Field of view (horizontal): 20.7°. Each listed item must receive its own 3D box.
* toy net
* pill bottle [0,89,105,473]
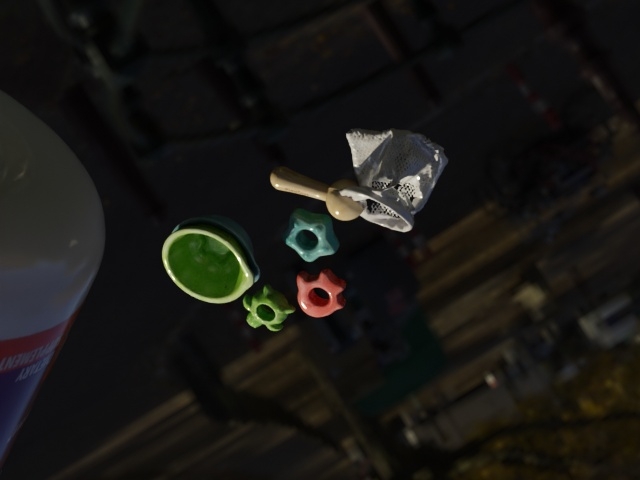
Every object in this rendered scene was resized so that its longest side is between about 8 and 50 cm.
[{"bbox_3d":[0.000,0.000,1.232,0.232,0.122,0.045,-25,-159,37],"label":"toy net"},{"bbox_3d":[-0.226,0.084,0.729,0.181,0.181,0.323,-18,141,-57],"label":"pill bottle"}]
